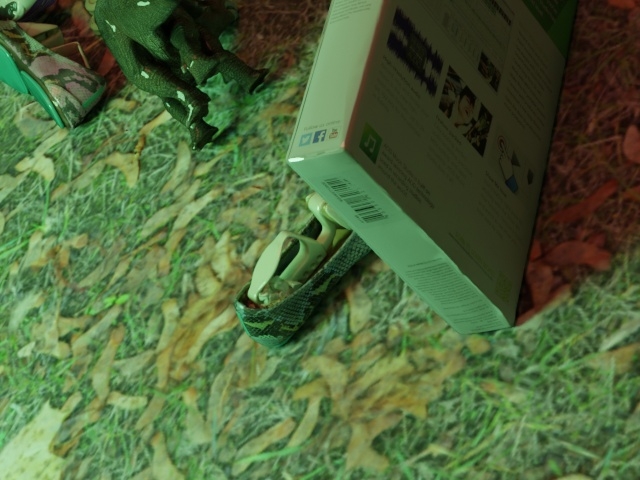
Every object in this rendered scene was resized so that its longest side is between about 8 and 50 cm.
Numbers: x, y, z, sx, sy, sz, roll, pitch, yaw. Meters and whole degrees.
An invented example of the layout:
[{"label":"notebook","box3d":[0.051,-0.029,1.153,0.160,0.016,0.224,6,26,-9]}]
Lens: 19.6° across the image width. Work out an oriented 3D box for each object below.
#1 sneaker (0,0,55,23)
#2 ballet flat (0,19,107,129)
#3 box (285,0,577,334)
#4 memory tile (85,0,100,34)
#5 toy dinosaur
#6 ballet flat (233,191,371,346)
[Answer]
[{"label":"sneaker","box3d":[-0.338,-0.243,1.990,0.170,0.071,0.068,-9,92,51]},{"label":"ballet flat","box3d":[-0.282,-0.181,1.878,0.079,0.077,0.221,-36,41,-17]},{"label":"box","box3d":[0.093,-0.126,1.362,0.058,0.232,0.322,-8,52,36]},{"label":"memory tile","box3d":[-0.205,-0.285,1.935,0.113,0.012,0.148,-35,40,13]},{"label":"toy dinosaur","box3d":[-0.144,-0.176,1.637,0.160,0.313,0.121,41,100,14]},{"label":"ballet flat","box3d":[0.000,0.000,1.470,0.188,0.070,0.070,-53,40,-9]}]
